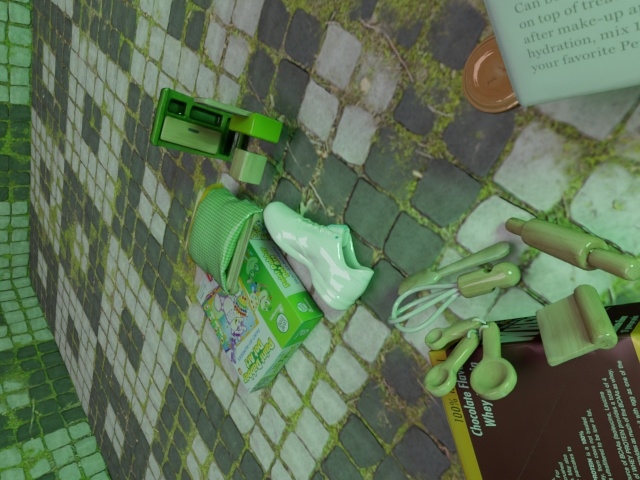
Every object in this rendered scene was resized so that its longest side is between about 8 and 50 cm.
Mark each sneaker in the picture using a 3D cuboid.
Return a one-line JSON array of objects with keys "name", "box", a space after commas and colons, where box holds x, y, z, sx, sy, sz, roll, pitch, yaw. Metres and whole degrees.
[{"name": "sneaker", "box": [0.000, 0.000, 0.661, 0.212, 0.080, 0.094, 49, 116, 20]}]

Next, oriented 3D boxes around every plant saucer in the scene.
[{"name": "plant saucer", "box": [0.192, -0.181, 0.465, 0.084, 0.013, 0.083, 10, 104, 45]}]

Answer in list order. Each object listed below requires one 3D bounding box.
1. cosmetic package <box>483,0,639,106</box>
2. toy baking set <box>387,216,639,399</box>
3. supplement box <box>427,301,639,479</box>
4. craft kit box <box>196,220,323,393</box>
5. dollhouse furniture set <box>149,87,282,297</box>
[{"name": "cosmetic package", "box": [0.161, -0.310, 0.190, 0.230, 0.161, 0.453, 3, 141, 45]}, {"name": "toy baking set", "box": [0.157, 0.047, 0.421, 0.197, 0.256, 0.030, -38, 108, 7]}, {"name": "supplement box", "box": [0.237, 0.168, 0.393, 0.194, 0.129, 0.191, -22, 81, 45]}, {"name": "craft kit box", "box": [-0.131, 0.122, 0.821, 0.246, 0.061, 0.249, 51, 129, 24]}, {"name": "dollhouse furniture set", "box": [-0.205, -0.081, 0.727, 0.198, 0.151, 0.301, 30, 106, 53]}]
